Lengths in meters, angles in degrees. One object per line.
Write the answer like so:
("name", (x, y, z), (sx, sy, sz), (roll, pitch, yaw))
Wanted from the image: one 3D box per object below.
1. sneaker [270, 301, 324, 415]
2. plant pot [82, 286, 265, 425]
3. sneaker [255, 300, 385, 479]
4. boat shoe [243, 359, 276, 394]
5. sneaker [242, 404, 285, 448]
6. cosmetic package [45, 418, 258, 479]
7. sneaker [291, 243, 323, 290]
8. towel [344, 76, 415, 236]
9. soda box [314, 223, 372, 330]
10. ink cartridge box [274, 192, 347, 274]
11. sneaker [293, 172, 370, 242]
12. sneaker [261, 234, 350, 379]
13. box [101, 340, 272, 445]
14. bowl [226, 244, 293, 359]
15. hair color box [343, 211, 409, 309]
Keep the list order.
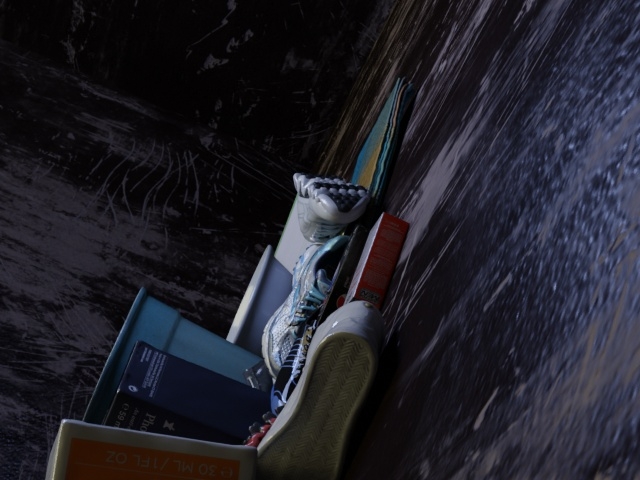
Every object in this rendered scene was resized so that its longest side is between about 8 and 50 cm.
("sneaker", (-0.016, 0.181, 1.908), (0.232, 0.081, 0.090), (-73, 3, -53))
("plant pot", (-0.241, 0.303, 2.327), (0.341, 0.334, 0.341), (-158, 90, -86))
("sneaker", (0.001, 0.212, 1.541), (0.292, 0.108, 0.169), (-62, -1, 19))
("boat shoe", (-0.096, 0.285, 2.133), (0.233, 0.079, 0.084), (-95, -12, -59))
("sneaker", (-0.081, 0.339, 1.719), (0.276, 0.135, 0.097), (-48, -8, -48))
("cosmetic package", (-0.212, 0.444, 1.373), (0.161, 0.230, 0.453), (125, 152, -63))
("sneaker", (-0.013, 0.116, 2.189), (0.086, 0.085, 0.237), (-13, 57, 51))
("towel", (0.085, -0.090, 2.344), (0.271, 0.040, 0.370), (117, 172, -52))
("soda box", (0.048, 0.063, 1.868), (0.053, 0.060, 0.168), (-144, 77, -86))
("ink cartridge box", (0.000, 0.000, 2.370), (0.235, 0.056, 0.171), (42, 114, 58))
("sneaker", (0.015, -0.048, 2.185), (0.292, 0.110, 0.118), (-140, 57, -78))
("sneaker", (-0.012, 0.106, 2.076), (0.122, 0.110, 0.283), (127, 166, -58))
("box", (-0.210, 0.360, 1.948), (0.182, 0.294, 0.296), (-86, 18, -68))
("bowl", (-0.106, 0.169, 2.661), (0.298, 0.134, 0.297), (-157, 90, -85))
("hair color box", (0.076, 0.039, 1.769), (0.072, 0.043, 0.141), (122, 171, -63))
